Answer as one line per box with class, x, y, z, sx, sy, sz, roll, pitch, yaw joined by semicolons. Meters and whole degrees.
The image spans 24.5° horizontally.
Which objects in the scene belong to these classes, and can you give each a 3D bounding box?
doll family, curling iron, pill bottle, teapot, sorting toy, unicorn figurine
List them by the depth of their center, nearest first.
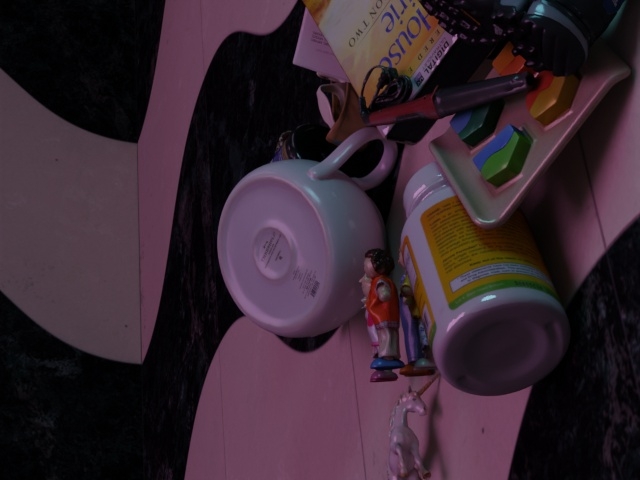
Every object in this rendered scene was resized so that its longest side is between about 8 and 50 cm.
sorting toy;0.197;-0.133;1.465;0.208;0.038;0.193;-50;29;16
pill bottle;0.158;0.028;1.507;0.245;0.136;0.136;-104;26;-48
curling iron;0.122;-0.156;1.530;0.274;0.035;0.068;3;88;58
unicorn figurine;0.103;0.251;1.730;0.111;0.060;0.162;-109;31;-53
doll family;0.109;0.075;1.738;0.263;0.118;0.163;91;175;-80
teapot;0.000;0.000;1.969;0.256;0.187;0.252;-16;87;44
pill bottle;-0.040;-0.055;2.126;0.219;0.123;0.123;-52;34;37

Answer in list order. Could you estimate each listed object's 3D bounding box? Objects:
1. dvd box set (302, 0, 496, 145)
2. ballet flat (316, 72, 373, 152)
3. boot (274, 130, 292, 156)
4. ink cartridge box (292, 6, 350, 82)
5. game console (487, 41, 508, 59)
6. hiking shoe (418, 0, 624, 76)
dvd box set;0.085;-0.363;1.694;0.307;0.062;0.420;-52;50;34
ballet flat;0.030;-0.229;2.108;0.080;0.073;0.232;118;153;-49
boot;-0.046;-0.044;2.275;0.236;0.085;0.178;-111;35;-53
ink cartridge box;0.049;-0.348;1.953;0.172;0.100;0.237;-59;-15;-65
game console;0.187;-0.263;1.621;0.107;0.071;0.122;-151;67;-80
hiking shoe;0.188;-0.263;1.464;0.132;0.113;0.304;-44;45;-8
